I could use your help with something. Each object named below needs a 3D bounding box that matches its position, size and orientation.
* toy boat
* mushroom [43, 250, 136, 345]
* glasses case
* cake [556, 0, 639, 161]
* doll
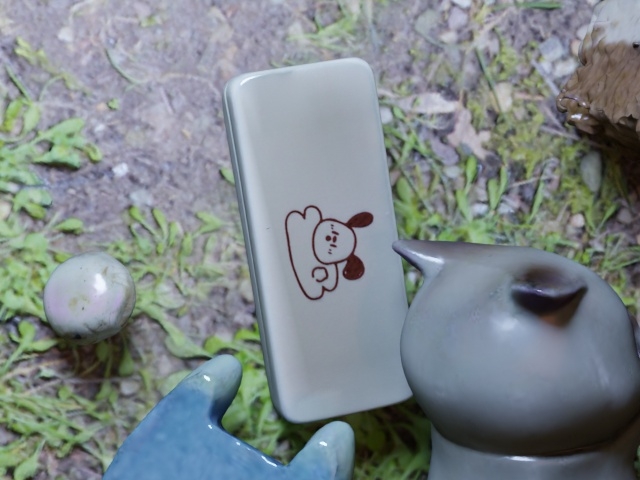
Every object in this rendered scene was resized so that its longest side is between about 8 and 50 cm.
[{"bbox_3d":[-0.100,0.272,1.187,0.215,0.123,0.330,26,90,16],"label":"toy boat"},{"bbox_3d":[-0.199,0.051,1.179,0.083,0.067,0.084,-5,71,14],"label":"mushroom"},{"bbox_3d":[0.000,0.000,1.214,0.131,0.070,0.313,-10,97,-11],"label":"glasses case"},{"bbox_3d":[0.396,-0.172,1.192,0.282,0.256,0.290,27,93,-15],"label":"cake"},{"bbox_3d":[0.182,0.174,1.170,0.226,0.215,0.371,-11,111,-28],"label":"doll"}]
